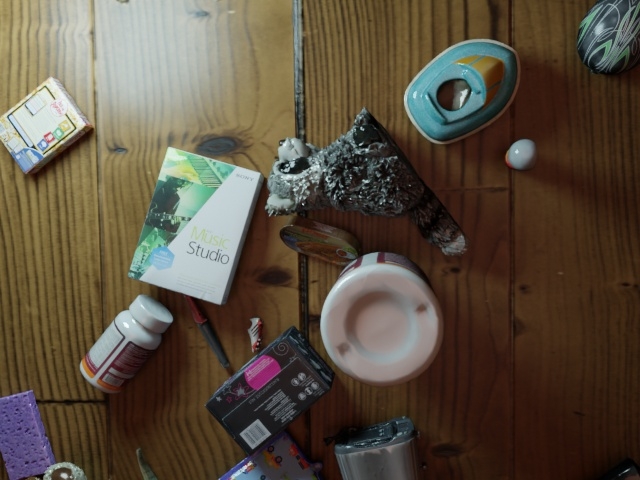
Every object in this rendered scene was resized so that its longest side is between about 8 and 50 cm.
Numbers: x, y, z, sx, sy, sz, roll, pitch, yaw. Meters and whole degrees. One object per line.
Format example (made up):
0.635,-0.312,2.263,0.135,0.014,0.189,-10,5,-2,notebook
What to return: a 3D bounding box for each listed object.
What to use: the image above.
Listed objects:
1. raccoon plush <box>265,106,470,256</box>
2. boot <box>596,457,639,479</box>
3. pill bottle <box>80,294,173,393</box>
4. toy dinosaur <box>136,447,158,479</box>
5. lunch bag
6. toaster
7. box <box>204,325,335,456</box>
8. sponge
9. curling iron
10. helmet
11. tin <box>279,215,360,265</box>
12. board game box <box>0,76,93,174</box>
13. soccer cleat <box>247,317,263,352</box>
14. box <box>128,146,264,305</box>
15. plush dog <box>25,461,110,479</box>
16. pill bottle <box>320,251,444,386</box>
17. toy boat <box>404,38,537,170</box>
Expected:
0.082,-0.066,1.439,0.299,0.216,0.446,-38,90,14,raccoon plush
0.634,0.759,1.467,0.445,0.146,0.367,-38,91,2,boot
-0.455,0.243,1.543,0.121,0.121,0.221,40,96,2,pill bottle
-0.408,0.648,1.597,0.118,0.064,0.268,-36,87,0,toy dinosaur
-0.117,0.606,1.528,0.293,0.138,0.221,-37,78,-3,lunch bag
0.127,0.506,1.498,0.227,0.129,0.146,-13,94,5,toaster
-0.110,0.342,1.505,0.247,0.142,0.163,-41,90,8,box
-0.747,0.487,1.632,0.117,0.031,0.210,-16,92,7,sponge
-0.276,0.179,1.564,0.068,0.035,0.274,-20,91,7,curling iron
0.625,-0.436,1.372,0.169,0.161,0.169,0,94,6,helmet
0.000,0.000,1.493,0.190,0.106,0.040,19,61,4,tin
-0.669,-0.274,1.570,0.193,0.045,0.146,-35,89,7,board game box
-0.159,0.225,1.560,0.036,0.029,0.083,9,91,14,soccer cleat
-0.288,-0.034,1.522,0.232,0.058,0.322,16,86,5,box
-0.635,0.685,1.582,0.225,0.210,0.262,-13,64,20,plush dog
0.128,0.141,1.342,0.224,0.392,0.224,0,94,6,pill bottle
0.355,-0.281,1.416,0.267,0.148,0.318,-39,89,6,toy boat
